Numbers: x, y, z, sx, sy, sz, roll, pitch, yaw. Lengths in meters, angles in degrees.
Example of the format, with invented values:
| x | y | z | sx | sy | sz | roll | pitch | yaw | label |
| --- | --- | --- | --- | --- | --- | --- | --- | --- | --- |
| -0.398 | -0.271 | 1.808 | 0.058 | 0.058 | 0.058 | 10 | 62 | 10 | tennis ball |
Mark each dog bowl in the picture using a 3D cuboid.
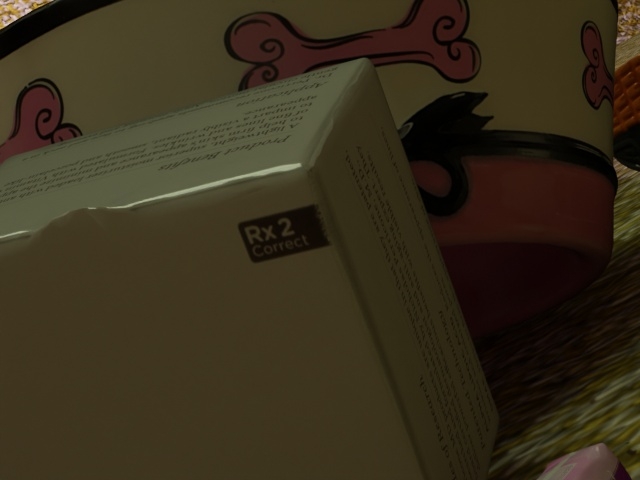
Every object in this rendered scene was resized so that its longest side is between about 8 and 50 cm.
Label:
| x | y | z | sx | sy | sz | roll | pitch | yaw | label |
| --- | --- | --- | --- | --- | --- | --- | --- | --- | --- |
| -0.013 | -0.016 | 0.777 | 0.408 | 0.150 | 0.408 | -10 | -15 | -3 | dog bowl |

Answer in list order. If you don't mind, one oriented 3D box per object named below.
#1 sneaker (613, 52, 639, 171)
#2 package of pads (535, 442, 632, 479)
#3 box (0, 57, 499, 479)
| x | y | z | sx | sy | sz | roll | pitch | yaw | label |
| --- | --- | --- | --- | --- | --- | --- | --- | --- | --- |
| 0.321 | -0.122 | 0.938 | 0.262 | 0.099 | 0.121 | -22 | 1 | 33 | sneaker |
| 0.064 | 0.099 | 0.366 | 0.083 | 0.050 | 0.032 | -36 | -1 | -38 | package of pads |
| -0.042 | 0.045 | 0.546 | 0.181 | 0.182 | 0.119 | -13 | 22 | 21 | box |
